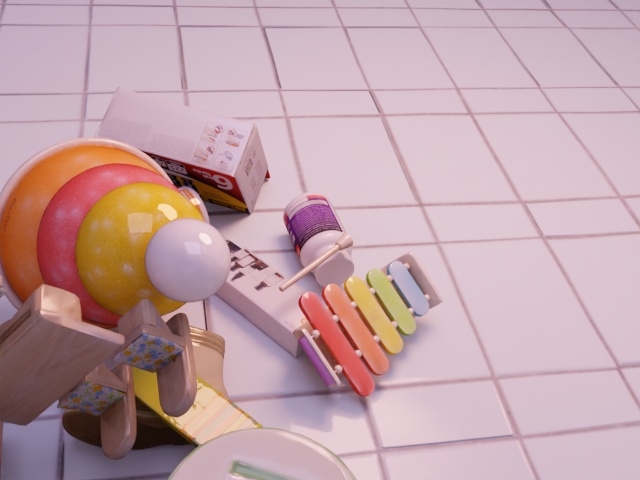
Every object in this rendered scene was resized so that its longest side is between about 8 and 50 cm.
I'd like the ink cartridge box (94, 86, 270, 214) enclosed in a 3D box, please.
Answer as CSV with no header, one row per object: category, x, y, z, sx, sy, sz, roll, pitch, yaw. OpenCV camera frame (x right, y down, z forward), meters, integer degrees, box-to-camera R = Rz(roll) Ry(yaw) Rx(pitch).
ink cartridge box,-0.280,-0.172,1.714,0.309,0.272,0.130,16,72,10

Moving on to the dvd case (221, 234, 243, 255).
dvd case,-0.210,0.040,1.605,0.087,0.013,0.119,33,48,27

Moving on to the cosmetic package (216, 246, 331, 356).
cosmetic package,-0.096,0.111,1.504,0.239,0.060,0.099,34,49,27

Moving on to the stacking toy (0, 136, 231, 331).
stacking toy,-0.286,0.021,1.244,0.350,0.351,0.480,-23,20,-30

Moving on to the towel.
towel,-0.209,0.250,1.234,0.237,0.021,0.102,34,40,16

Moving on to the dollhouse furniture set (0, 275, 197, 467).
dollhouse furniture set,-0.413,0.240,1.021,0.362,0.394,0.256,27,35,-40

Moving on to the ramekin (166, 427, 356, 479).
ramekin,-0.078,0.391,1.030,0.303,0.148,0.303,4,42,-4

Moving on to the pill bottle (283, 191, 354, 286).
pill bottle,0.000,0.000,1.609,0.108,0.108,0.193,-8,43,-17

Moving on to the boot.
boot,-0.279,0.232,1.312,0.262,0.095,0.203,0,42,-11

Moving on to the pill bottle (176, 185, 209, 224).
pill bottle,-0.337,-0.020,1.573,0.216,0.121,0.121,-24,50,-31

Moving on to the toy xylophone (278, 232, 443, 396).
toy xylophone,0.063,0.120,1.437,0.236,0.081,0.322,50,53,-4
